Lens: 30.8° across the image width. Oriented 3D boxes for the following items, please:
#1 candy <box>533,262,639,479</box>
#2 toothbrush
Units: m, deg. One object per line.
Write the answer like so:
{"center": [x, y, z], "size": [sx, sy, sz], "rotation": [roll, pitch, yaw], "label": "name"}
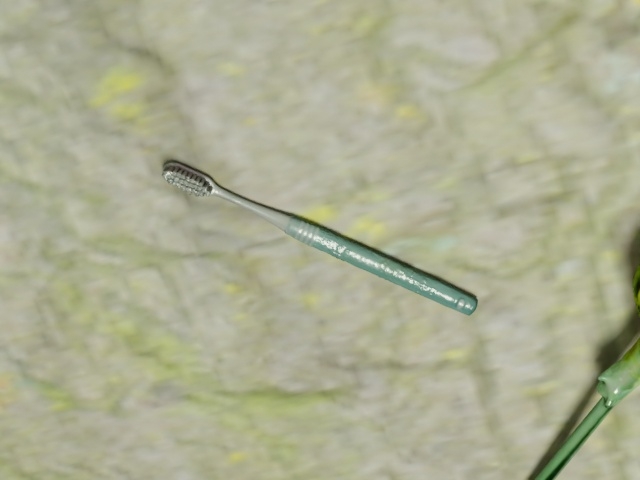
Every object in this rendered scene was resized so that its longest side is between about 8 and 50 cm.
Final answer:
{"center": [0.145, 0.071, 0.560], "size": [0.058, 0.062, 0.194], "rotation": [24, 123, -7], "label": "candy"}
{"center": [0.000, 0.000, 0.561], "size": [0.167, 0.014, 0.011], "rotation": [24, 105, -4], "label": "toothbrush"}
